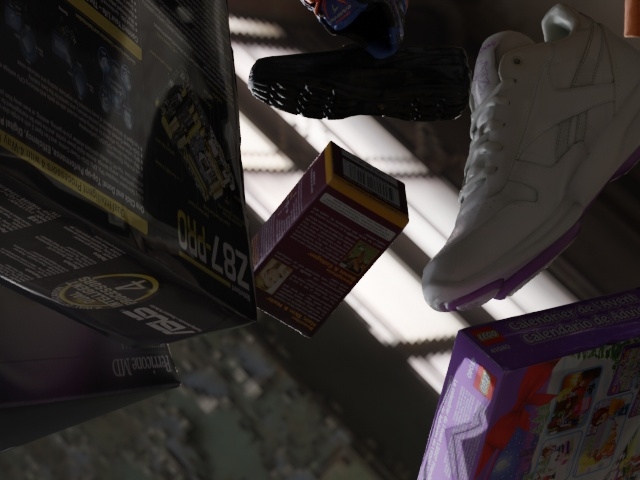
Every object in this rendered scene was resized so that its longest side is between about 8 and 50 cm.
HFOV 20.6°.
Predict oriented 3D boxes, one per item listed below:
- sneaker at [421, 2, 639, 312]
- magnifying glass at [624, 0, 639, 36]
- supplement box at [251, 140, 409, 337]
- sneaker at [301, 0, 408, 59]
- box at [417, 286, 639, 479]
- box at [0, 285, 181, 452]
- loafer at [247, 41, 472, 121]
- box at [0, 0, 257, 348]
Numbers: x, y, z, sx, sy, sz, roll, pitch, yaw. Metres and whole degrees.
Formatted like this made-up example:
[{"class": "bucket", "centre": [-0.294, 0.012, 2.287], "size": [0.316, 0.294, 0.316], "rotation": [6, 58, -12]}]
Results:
[{"class": "sneaker", "centre": [0.147, -0.064, 1.337], "size": [0.305, 0.152, 0.114], "rotation": [-47, 1, -35]}, {"class": "magnifying glass", "centre": [0.298, -0.305, 1.635], "size": [0.026, 0.092, 0.231], "rotation": [-5, -83, -29]}, {"class": "supplement box", "centre": [0.000, 0.000, 1.904], "size": [0.104, 0.081, 0.188], "rotation": [30, -62, -19]}, {"class": "sneaker", "centre": [0.012, -0.244, 1.649], "size": [0.083, 0.087, 0.221], "rotation": [-35, -43, 29]}, {"class": "box", "centre": [0.161, 0.179, 1.301], "size": [0.201, 0.057, 0.293], "rotation": [-11, -53, -34]}, {"class": "box", "centre": [-0.266, -0.002, 1.223], "size": [0.183, 0.294, 0.296], "rotation": [-20, -8, 18]}, {"class": "loafer", "centre": [0.039, -0.165, 1.742], "size": [0.223, 0.078, 0.076], "rotation": [2, -25, -5]}, {"class": "box", "centre": [-0.157, -0.138, 0.955], "size": [0.097, 0.318, 0.395], "rotation": [-14, -20, 17]}]
